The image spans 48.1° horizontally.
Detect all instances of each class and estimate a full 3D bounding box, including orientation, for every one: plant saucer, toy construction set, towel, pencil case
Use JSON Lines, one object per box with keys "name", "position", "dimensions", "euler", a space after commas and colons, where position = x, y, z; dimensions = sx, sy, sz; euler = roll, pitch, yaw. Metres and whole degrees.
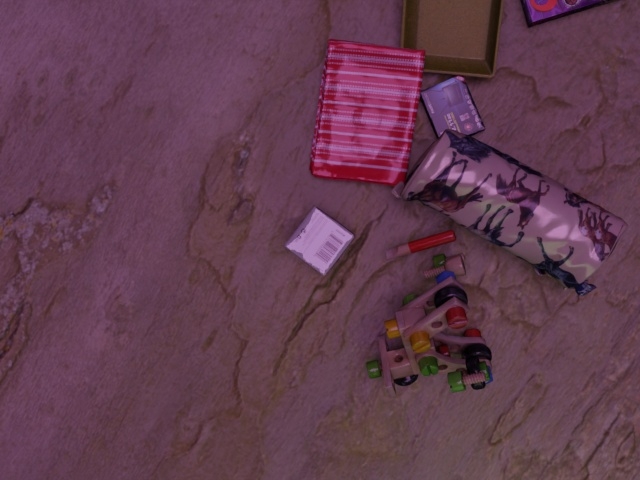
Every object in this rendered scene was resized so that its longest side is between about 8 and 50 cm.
{"name": "plant saucer", "position": [0.252, -0.417, 1.374], "dimensions": [0.188, 0.045, 0.188], "euler": [9, 120, 16]}
{"name": "toy construction set", "position": [0.179, 0.157, 1.368], "dimensions": [0.237, 0.257, 0.308], "euler": [-16, 70, 16]}
{"name": "towel", "position": [0.090, -0.249, 1.415], "dimensions": [0.199, 0.031, 0.274], "euler": [9, 99, 6]}
{"name": "pencil case", "position": [0.350, -0.057, 1.352], "dimensions": [0.411, 0.160, 0.183], "euler": [29, 119, 0]}

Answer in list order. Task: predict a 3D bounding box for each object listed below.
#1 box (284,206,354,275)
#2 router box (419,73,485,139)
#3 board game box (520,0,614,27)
{"name": "box", "position": [0.000, 0.000, 1.420], "dimensions": [0.102, 0.087, 0.101], "euler": [37, 93, 3]}
{"name": "router box", "position": [0.260, -0.256, 1.421], "dimensions": [0.092, 0.038, 0.122], "euler": [-23, 90, 5]}
{"name": "board game box", "position": [0.461, -0.615, 1.397], "dimensions": [0.208, 0.056, 0.346], "euler": [-17, 91, 8]}
